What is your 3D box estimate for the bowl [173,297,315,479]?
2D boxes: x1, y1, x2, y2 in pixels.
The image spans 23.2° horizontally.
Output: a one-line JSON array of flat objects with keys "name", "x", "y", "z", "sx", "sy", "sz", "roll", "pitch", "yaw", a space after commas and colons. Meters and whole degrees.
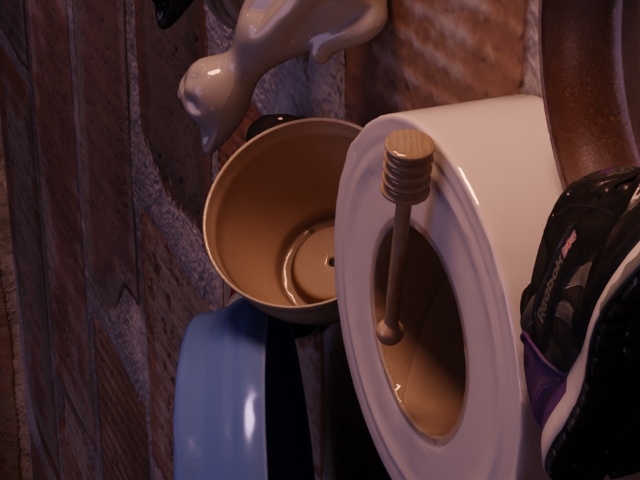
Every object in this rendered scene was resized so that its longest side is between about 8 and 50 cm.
[{"name": "bowl", "x": -0.054, "y": 0.240, "z": 1.295, "sx": 0.391, "sy": 0.077, "sz": 0.391, "roll": -6, "pitch": -90, "yaw": -85}]

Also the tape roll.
[{"name": "tape roll", "x": 0.105, "y": 0.051, "z": 1.010, "sx": 0.286, "sy": 0.100, "sz": 0.286, "roll": 171, "pitch": 90, "yaw": -70}]

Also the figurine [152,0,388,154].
[{"name": "figurine", "x": -0.063, "y": -0.201, "z": 1.239, "sx": 0.209, "sy": 0.092, "sz": 0.215, "roll": -39, "pitch": 60, "yaw": 34}]

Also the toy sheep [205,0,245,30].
[{"name": "toy sheep", "x": -0.060, "y": -0.222, "z": 1.348, "sx": 0.132, "sy": 0.091, "sz": 0.091, "roll": -149, "pitch": 52, "yaw": -65}]

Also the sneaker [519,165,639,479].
[{"name": "sneaker", "x": 0.148, "y": 0.002, "z": 0.730, "sx": 0.283, "sy": 0.107, "sz": 0.124, "roll": 110, "pitch": 150, "yaw": -54}]

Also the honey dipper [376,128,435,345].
[{"name": "honey dipper", "x": 0.047, "y": 0.003, "z": 0.958, "sx": 0.030, "sy": 0.030, "sz": 0.160, "roll": -120, "pitch": 25, "yaw": -43}]

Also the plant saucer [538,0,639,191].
[{"name": "plant saucer", "x": 0.202, "y": -0.081, "z": 0.755, "sx": 0.310, "sy": 0.050, "sz": 0.310, "roll": 170, "pitch": 90, "yaw": -71}]

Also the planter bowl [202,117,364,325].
[{"name": "planter bowl", "x": 0.000, "y": 0.000, "z": 1.223, "sx": 0.109, "sy": 0.162, "sz": 0.162, "roll": 62, "pitch": -174, "yaw": -61}]

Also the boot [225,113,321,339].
[{"name": "boot", "x": -0.040, "y": -0.014, "z": 1.427, "sx": 0.244, "sy": 0.088, "sz": 0.176, "roll": 107, "pitch": 164, "yaw": -67}]
